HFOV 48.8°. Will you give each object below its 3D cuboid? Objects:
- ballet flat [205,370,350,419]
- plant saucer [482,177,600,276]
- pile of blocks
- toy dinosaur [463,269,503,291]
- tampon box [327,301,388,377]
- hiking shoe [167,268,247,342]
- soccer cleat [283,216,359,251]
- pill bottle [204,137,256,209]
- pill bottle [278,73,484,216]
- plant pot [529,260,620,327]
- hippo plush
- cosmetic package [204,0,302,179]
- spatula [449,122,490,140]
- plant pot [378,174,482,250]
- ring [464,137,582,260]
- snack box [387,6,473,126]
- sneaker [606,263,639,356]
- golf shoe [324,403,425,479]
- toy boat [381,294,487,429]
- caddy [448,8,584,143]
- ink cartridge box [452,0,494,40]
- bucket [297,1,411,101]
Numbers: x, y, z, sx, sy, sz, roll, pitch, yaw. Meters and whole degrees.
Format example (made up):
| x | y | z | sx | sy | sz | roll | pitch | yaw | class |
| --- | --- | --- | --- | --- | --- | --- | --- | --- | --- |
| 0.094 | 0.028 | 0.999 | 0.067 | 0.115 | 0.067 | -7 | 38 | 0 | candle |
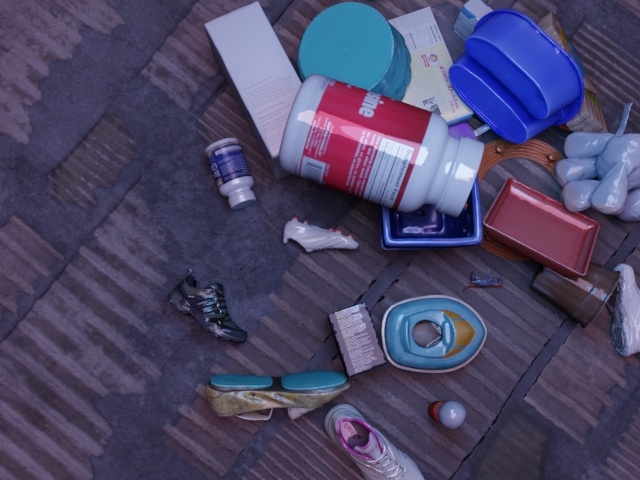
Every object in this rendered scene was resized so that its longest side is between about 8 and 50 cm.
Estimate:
| x | y | z | sx | sy | sz | roll | pitch | yaw | class |
| --- | --- | --- | --- | --- | --- | --- | --- | --- | --- |
| -0.102 | 0.383 | 1.723 | 0.349 | 0.123 | 0.123 | -1 | 81 | -2 | ballet flat |
| 0.534 | -0.027 | 1.720 | 0.259 | 0.047 | 0.259 | 29 | 39 | 11 | plant saucer |
| 0.638 | -0.421 | 1.875 | 0.113 | 0.149 | 0.361 | -29 | 67 | 38 | pile of blocks |
| 0.424 | 0.106 | 1.814 | 0.082 | 0.047 | 0.090 | 28 | 114 | -5 | toy dinosaur |
| 0.088 | 0.243 | 1.734 | 0.102 | 0.120 | 0.160 | -18 | 82 | -3 | tampon box |
| -0.266 | 0.166 | 1.761 | 0.227 | 0.086 | 0.114 | 33 | 85 | 5 | hiking shoe |
| 0.000 | 0.000 | 1.806 | 0.196 | 0.068 | 0.076 | 16 | 86 | 9 | soccer cleat |
| -0.226 | -0.169 | 1.813 | 0.094 | 0.094 | 0.169 | -21 | 81 | -4 | pill bottle |
| 0.133 | -0.196 | 1.543 | 0.408 | 0.229 | 0.228 | 19 | 81 | 3 | pill bottle |
| 0.622 | 0.104 | 1.751 | 0.165 | 0.167 | 0.167 | 32 | 82 | 11 | plant pot |
| 0.757 | -0.177 | 1.783 | 0.237 | 0.234 | 0.294 | 18 | 106 | -38 | hippo plush |
| -0.135 | -0.375 | 1.790 | 0.156 | 0.217 | 0.384 | -28 | 81 | -6 | cosmetic package |
| 0.462 | -0.309 | 1.877 | 0.297 | 0.030 | 0.084 | -25 | 83 | -5 | spatula |
| 0.254 | -0.086 | 1.746 | 0.236 | 0.212 | 0.235 | -2 | 81 | -2 | plant pot |
| 0.522 | -0.113 | 1.845 | 0.337 | 0.032 | 0.336 | 0 | 80 | -2 | ring |
| 0.259 | -0.443 | 1.882 | 0.187 | 0.060 | 0.321 | -19 | 81 | -3 | snack box |
| 0.792 | 0.171 | 1.782 | 0.115 | 0.090 | 0.232 | -5 | 90 | -8 | sneaker |
| 0.133 | 0.519 | 1.682 | 0.306 | 0.140 | 0.115 | 40 | 81 | 4 | golf shoe |
| 0.290 | 0.290 | 1.709 | 0.268 | 0.148 | 0.317 | -6 | 83 | -10 | toy boat |
| 0.491 | -0.412 | 1.757 | 0.179 | 0.241 | 0.341 | -38 | 79 | -26 | caddy |
| 0.411 | -0.578 | 1.876 | 0.052 | 0.122 | 0.088 | -44 | 84 | -11 | ink cartridge box |
| 0.085 | -0.453 | 1.782 | 0.281 | 0.183 | 0.280 | -1 | 86 | 18 | bucket |
